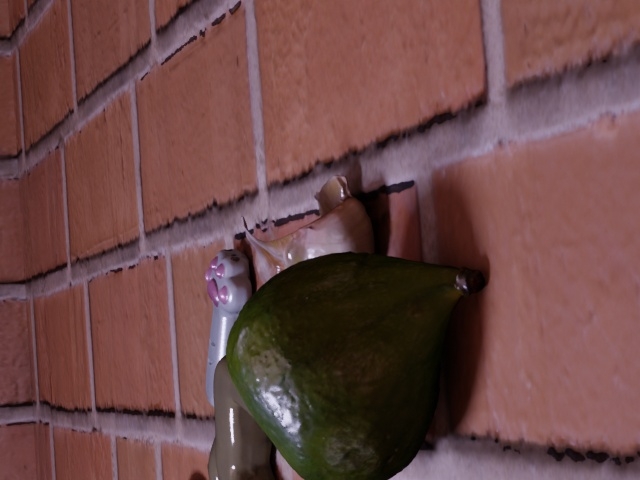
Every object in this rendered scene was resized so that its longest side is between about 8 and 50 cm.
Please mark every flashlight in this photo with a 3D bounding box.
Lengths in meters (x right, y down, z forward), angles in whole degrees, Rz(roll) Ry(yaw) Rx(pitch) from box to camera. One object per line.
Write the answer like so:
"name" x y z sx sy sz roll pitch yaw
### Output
"flashlight" -0.113 0.109 2.074 0.093 0.047 0.200 -131 42 -62

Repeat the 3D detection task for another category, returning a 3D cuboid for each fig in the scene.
"fig" 0.048 0.082 1.449 0.235 0.203 0.203 -39 44 19

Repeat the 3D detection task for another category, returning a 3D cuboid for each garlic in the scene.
"garlic" -0.004 0.011 1.647 0.124 0.099 0.174 68 158 10

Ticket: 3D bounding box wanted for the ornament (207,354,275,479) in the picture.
"ornament" -0.088 0.237 1.993 0.245 0.061 0.230 -136 44 -64
